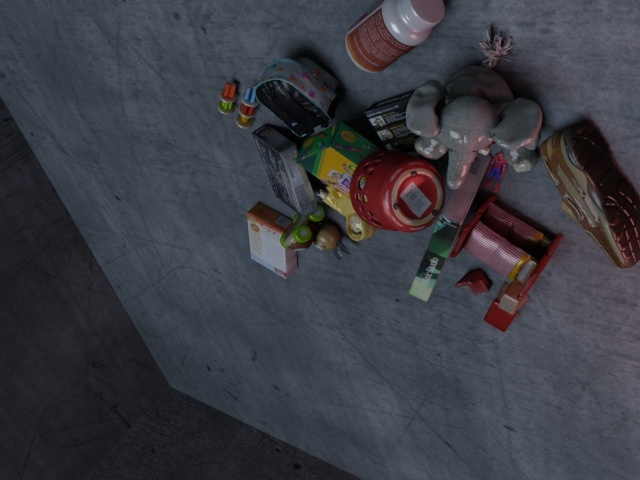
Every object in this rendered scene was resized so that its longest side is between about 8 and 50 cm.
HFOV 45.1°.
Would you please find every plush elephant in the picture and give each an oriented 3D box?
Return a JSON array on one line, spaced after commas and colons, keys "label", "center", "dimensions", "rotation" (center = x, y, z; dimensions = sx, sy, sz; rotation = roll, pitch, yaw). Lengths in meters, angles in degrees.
[{"label": "plush elephant", "center": [0.304, -0.228, 1.558], "dimensions": [0.272, 0.255, 0.329], "rotation": [16, 135, 17]}]

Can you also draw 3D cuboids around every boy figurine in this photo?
[{"label": "boy figurine", "center": [0.059, -0.126, 2.120], "dimensions": [0.177, 0.092, 0.285], "rotation": [-6, 120, 47]}]

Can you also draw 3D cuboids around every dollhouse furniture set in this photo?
[{"label": "dollhouse furniture set", "center": [0.424, 0.088, 1.907], "dimensions": [0.201, 0.152, 0.374], "rotation": [33, 146, 17]}]

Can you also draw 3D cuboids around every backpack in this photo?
[{"label": "backpack", "center": [-0.060, -0.368, 1.906], "dimensions": [0.188, 0.144, 0.166], "rotation": [29, 157, -27]}]

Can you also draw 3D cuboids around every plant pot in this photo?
[{"label": "plant pot", "center": [0.187, -0.113, 1.797], "dimensions": [0.191, 0.191, 0.174], "rotation": [57, 165, -21]}]

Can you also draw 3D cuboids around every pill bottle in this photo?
[{"label": "pill bottle", "center": [0.156, -0.446, 1.615], "dimensions": [0.121, 0.121, 0.216], "rotation": [51, 147, -11]}]

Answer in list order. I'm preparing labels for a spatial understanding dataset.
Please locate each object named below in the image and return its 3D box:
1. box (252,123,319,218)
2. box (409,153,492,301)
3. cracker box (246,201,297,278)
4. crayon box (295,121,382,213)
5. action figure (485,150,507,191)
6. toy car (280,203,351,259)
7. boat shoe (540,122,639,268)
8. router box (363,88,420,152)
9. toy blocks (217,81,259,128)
[{"label": "box", "center": [-0.099, -0.196, 2.184], "dimensions": [0.183, 0.056, 0.231], "rotation": [39, 155, 51]}, {"label": "box", "center": [0.303, -0.032, 1.824], "dimensions": [0.059, 0.232, 0.322], "rotation": [23, 144, 10]}, {"label": "cracker box", "center": [-0.156, 0.002, 2.521], "dimensions": [0.156, 0.067, 0.232], "rotation": [29, 144, 22]}, {"label": "crayon box", "center": [0.098, -0.174, 1.940], "dimensions": [0.278, 0.081, 0.165], "rotation": [32, 156, -24]}, {"label": "action figure", "center": [0.403, -0.160, 1.764], "dimensions": [0.038, 0.030, 0.115], "rotation": [34, 145, 24]}, {"label": "toy car", "center": [0.000, 0.000, 2.297], "dimensions": [0.188, 0.149, 0.155], "rotation": [37, 161, -11]}, {"label": "boat shoe", "center": [0.563, -0.092, 1.599], "dimensions": [0.120, 0.123, 0.324], "rotation": [-11, 112, 58]}, {"label": "router box", "center": [0.203, -0.277, 1.827], "dimensions": [0.179, 0.046, 0.133], "rotation": [-7, 123, 51]}, {"label": "toy blocks", "center": [-0.227, -0.397, 2.151], "dimensions": [0.123, 0.054, 0.148], "rotation": [38, 147, 7]}]
